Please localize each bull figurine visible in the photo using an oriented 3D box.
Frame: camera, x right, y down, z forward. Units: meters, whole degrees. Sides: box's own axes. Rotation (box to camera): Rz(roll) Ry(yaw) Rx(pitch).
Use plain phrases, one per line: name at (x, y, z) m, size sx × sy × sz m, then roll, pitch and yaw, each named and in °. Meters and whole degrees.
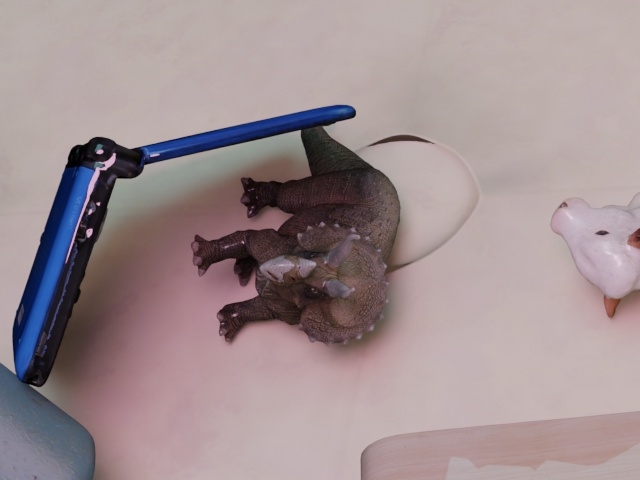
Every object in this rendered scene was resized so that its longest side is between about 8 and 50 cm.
bull figurine at (0.326, -0.039, 1.115) m, size 0.310 × 0.101 × 0.188 m, roll -5°, pitch 47°, yaw 17°

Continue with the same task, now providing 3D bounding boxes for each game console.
game console at (-0.116, -0.005, 1.169) m, size 0.173 × 0.293 × 0.250 m, roll 18°, pitch 88°, yaw -11°

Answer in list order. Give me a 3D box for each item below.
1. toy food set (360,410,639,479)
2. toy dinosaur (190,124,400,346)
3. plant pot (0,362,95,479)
toy food set at (0.170, 0.228, 0.964) m, size 0.306 × 0.092 × 0.219 m, roll -8°, pitch 60°, yaw 16°
toy dinosaur at (0.000, 0.000, 1.209) m, size 0.160 × 0.121 × 0.313 m, roll -4°, pitch 24°, yaw 19°
plant pot at (-0.291, 0.191, 1.017) m, size 0.248 × 0.247 × 0.252 m, roll 36°, pitch 30°, yaw 10°
